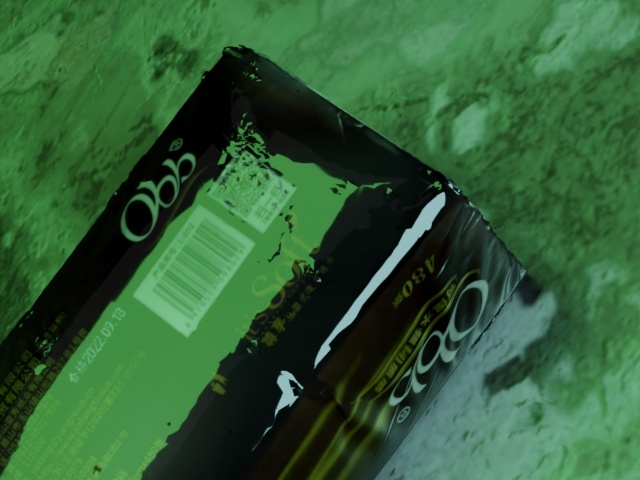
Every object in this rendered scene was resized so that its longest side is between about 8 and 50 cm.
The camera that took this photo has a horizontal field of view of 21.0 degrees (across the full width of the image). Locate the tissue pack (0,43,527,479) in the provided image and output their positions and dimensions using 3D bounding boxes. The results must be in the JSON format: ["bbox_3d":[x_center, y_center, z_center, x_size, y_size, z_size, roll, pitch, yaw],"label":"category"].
[{"bbox_3d":[-0.065,0.078,1.080,0.210,0.198,0.370,37,89,31],"label":"tissue pack"}]
